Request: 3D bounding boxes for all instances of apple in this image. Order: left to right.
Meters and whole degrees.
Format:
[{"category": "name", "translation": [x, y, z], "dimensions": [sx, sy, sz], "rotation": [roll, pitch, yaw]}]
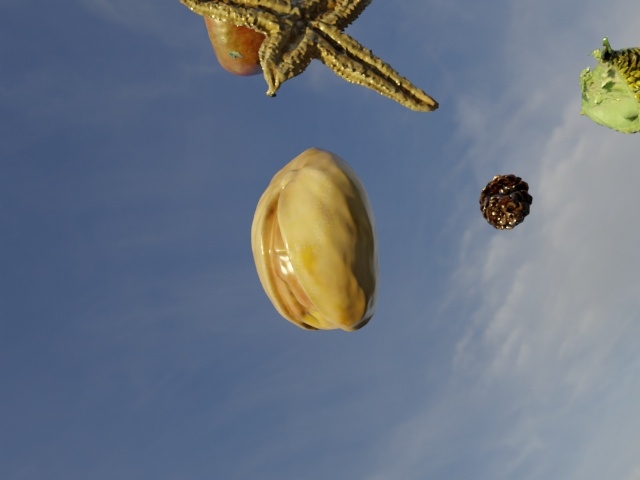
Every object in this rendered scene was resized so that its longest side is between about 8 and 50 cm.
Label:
[{"category": "apple", "translation": [-0.162, -0.559, 1.558], "dimensions": [0.249, 0.310, 0.277], "rotation": [-16, -18, -4]}]

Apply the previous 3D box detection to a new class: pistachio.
[{"category": "pistachio", "translation": [0.000, 0.000, 1.066], "dimensions": [0.229, 0.229, 0.309], "rotation": [-14, -87, -40]}]

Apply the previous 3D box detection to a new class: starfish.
[{"category": "starfish", "translation": [0.000, -0.232, 0.661], "dimensions": [0.048, 0.295, 0.231], "rotation": [119, 170, -54]}]

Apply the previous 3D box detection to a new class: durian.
[{"category": "durian", "translation": [0.358, -0.180, 0.754], "dimensions": [0.215, 0.100, 0.086], "rotation": [35, -113, -72]}]

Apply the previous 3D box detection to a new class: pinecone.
[{"category": "pinecone", "translation": [0.262, -0.050, 0.900], "dimensions": [0.083, 0.077, 0.077], "rotation": [-80, -19, -52]}]

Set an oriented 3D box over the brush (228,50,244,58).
[{"category": "brush", "translation": [-0.173, -0.379, 1.306], "dimensions": [0.016, 0.083, 0.013], "rotation": [38, -90, -27]}]
